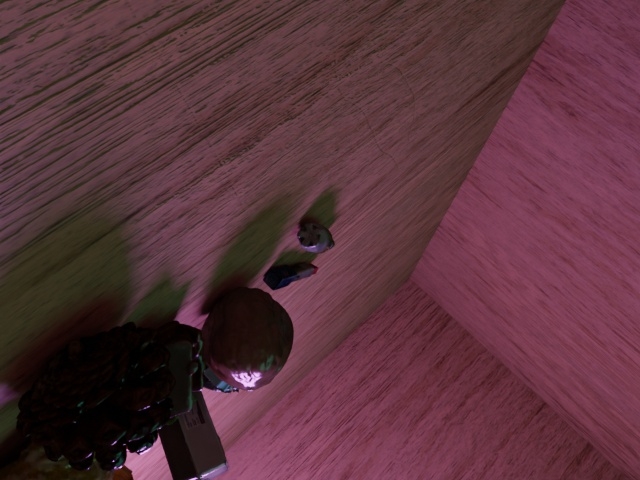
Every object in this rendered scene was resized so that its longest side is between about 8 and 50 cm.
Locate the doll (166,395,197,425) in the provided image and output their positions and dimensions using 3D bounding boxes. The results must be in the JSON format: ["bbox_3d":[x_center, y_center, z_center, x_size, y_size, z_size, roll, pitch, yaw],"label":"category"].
[{"bbox_3d":[-0.426,0.466,1.761,0.190,0.115,0.050,-52,-155,10],"label":"doll"}]

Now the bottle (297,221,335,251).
[{"bbox_3d":[0.000,0.000,1.763,0.083,0.083,0.269,-48,166,5],"label":"bottle"}]

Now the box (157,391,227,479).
[{"bbox_3d":[-0.403,0.623,1.874,0.166,0.291,0.221,-20,157,-14],"label":"box"}]

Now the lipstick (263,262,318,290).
[{"bbox_3d":[-0.080,0.100,1.871,0.051,0.051,0.312,-53,165,18],"label":"lipstick"}]

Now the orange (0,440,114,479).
[{"bbox_3d":[-0.585,0.527,1.315,0.368,0.210,0.271,-41,166,-11],"label":"orange"}]

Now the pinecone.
[{"bbox_3d":[-0.413,0.307,1.147,0.298,0.242,0.296,-27,150,-15],"label":"pinecone"}]

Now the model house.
[{"bbox_3d":[-0.378,0.303,1.416,0.219,0.200,0.229,-6,-170,-9],"label":"model house"}]

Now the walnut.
[{"bbox_3d":[-0.193,0.262,1.584,0.226,0.273,0.273,14,128,-26],"label":"walnut"}]

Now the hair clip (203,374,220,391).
[{"bbox_3d":[-0.342,0.444,1.909,0.095,0.110,0.359,-40,177,-4],"label":"hair clip"}]

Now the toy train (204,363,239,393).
[{"bbox_3d":[-0.281,0.363,1.773,0.112,0.163,0.203,-49,164,2],"label":"toy train"}]

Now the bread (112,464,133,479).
[{"bbox_3d":[-0.646,0.727,1.642,0.288,0.156,0.204,-46,-166,-24],"label":"bread"}]
